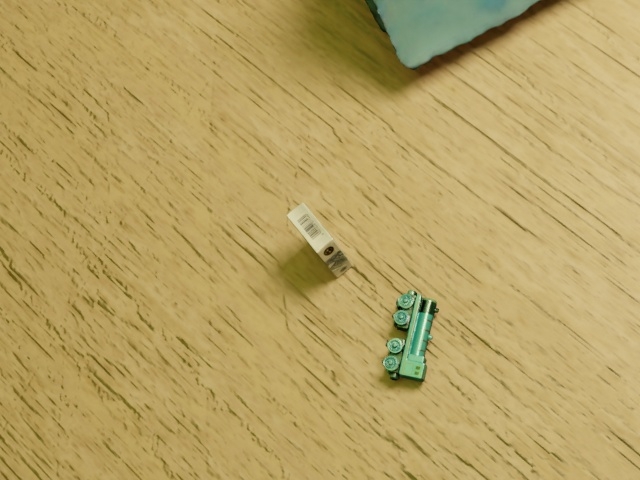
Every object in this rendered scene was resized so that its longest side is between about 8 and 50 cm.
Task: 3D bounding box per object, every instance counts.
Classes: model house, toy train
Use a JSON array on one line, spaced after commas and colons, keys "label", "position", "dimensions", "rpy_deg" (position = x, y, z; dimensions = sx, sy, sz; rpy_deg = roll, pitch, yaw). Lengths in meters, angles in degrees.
[{"label": "model house", "position": [0.133, -0.363, 1.360], "dimensions": [0.261, 0.226, 0.241], "rpy_deg": [-27, 37, 5]}, {"label": "toy train", "position": [0.089, 0.094, 1.304], "dimensions": [0.045, 0.029, 0.092], "rpy_deg": [11, 75, 12]}]

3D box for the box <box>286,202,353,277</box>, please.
[{"label": "box", "position": [0.000, 0.000, 1.330], "dimensions": [0.024, 0.083, 0.054], "rpy_deg": [-41, 66, -1]}]
